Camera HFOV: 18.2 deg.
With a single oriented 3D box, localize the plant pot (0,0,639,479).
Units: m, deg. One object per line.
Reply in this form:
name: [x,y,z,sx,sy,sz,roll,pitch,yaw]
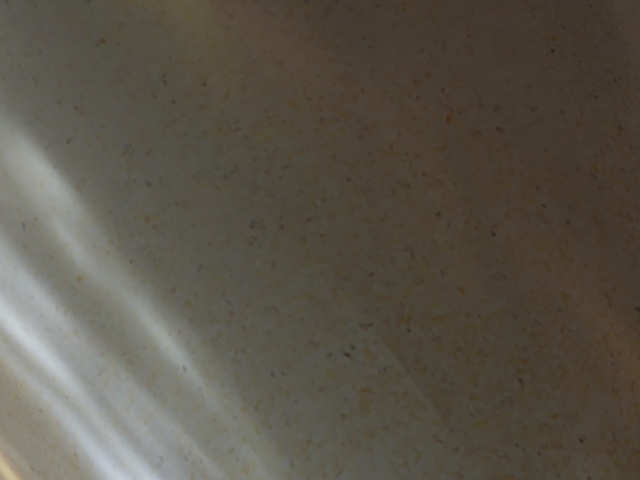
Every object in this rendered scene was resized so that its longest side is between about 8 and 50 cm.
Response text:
plant pot: [0.000,0.000,0.507,0.256,0.274,0.256,-24,150,-15]
